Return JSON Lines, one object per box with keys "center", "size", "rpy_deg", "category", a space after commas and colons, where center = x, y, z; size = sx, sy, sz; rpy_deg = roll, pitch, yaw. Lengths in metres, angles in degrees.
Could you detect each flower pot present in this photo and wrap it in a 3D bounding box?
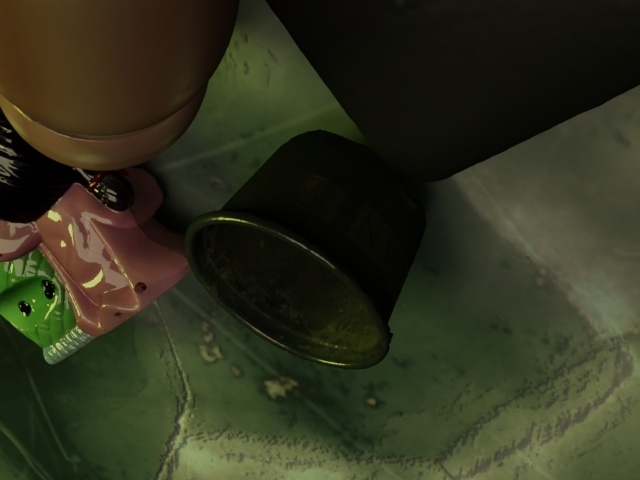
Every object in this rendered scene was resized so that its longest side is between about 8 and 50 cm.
{"center": [0.000, 0.000, 0.915], "size": [0.157, 0.107, 0.157], "rpy_deg": [26, 153, 15], "category": "flower pot"}

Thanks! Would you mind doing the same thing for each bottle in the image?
{"center": [-0.132, -0.170, 0.786], "size": [0.173, 0.206, 0.297], "rpy_deg": [-12, 159, -10], "category": "bottle"}

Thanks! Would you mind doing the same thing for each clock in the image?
{"center": [-0.212, -0.014, 1.029], "size": [0.194, 0.100, 0.195], "rpy_deg": [-29, 106, 38], "category": "clock"}

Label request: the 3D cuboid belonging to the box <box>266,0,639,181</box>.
{"center": [0.082, -0.197, 0.781], "size": [0.289, 0.073, 0.290], "rpy_deg": [-26, 109, 37], "category": "box"}
